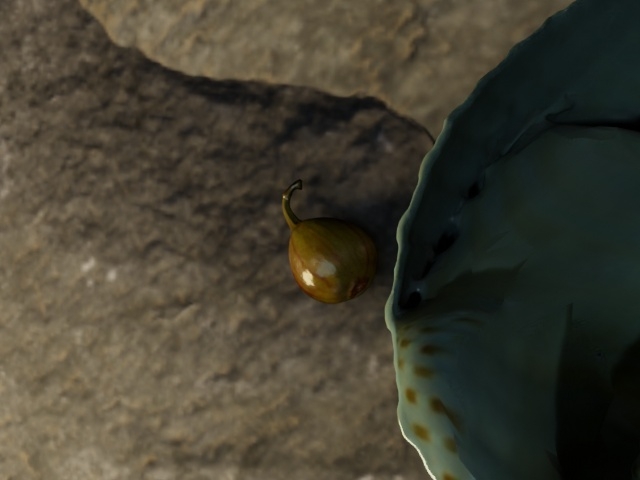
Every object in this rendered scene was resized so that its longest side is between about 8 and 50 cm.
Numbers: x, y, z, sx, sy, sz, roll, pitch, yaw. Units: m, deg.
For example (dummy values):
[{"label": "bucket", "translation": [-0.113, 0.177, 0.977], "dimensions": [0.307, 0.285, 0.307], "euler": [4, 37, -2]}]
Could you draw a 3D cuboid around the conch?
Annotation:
[{"label": "conch", "translation": [0.193, 0.040, 0.594], "dimensions": [0.303, 0.215, 0.319], "euler": [8, 66, 19]}]

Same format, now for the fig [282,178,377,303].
[{"label": "fig", "translation": [0.000, 0.000, 0.773], "dimensions": [0.050, 0.050, 0.083], "euler": [-47, 57, 21]}]
